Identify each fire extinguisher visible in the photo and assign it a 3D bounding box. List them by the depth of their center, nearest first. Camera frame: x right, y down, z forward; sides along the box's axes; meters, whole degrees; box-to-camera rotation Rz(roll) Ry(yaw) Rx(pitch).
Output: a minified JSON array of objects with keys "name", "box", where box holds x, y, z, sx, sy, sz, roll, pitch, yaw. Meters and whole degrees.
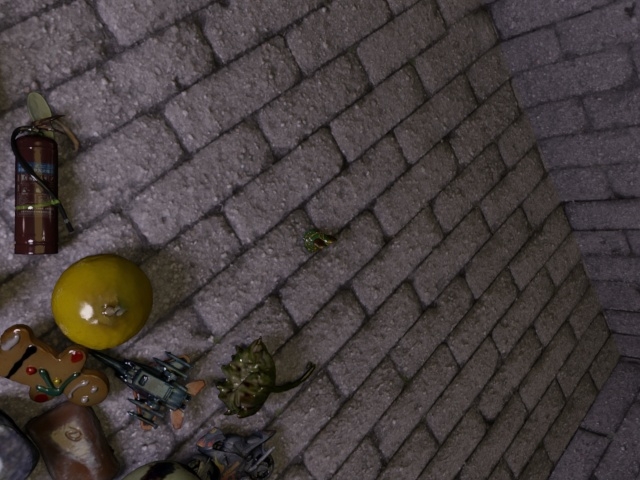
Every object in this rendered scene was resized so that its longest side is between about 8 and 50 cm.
[{"name":"fire extinguisher","box":[-0.669,-0.137,1.383,0.142,0.105,0.341,1,91,-31]}]

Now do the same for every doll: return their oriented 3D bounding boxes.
[{"name":"doll","box":[-0.005,-0.010,1.863,0.078,0.113,0.076,-21,89,-34]}]

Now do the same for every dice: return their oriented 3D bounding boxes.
[{"name":"dice","box":[-0.760,0.478,1.279,0.181,0.183,0.182,-41,114,-30]}]

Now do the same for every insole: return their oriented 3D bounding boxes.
[{"name":"insole","box":[-0.693,-0.293,1.427,0.053,0.002,0.152,-13,98,-35]}]

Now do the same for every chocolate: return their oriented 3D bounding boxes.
[{"name":"chocolate","box":[-0.611,0.535,1.447,0.161,0.083,0.261,-31,109,-30]}]

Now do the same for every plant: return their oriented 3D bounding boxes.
[{"name":"plant","box":[-0.145,0.449,1.738,0.333,0.180,0.251,34,82,-35]}]

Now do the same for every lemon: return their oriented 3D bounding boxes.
[{"name":"lemon","box":[-0.532,0.152,1.418,0.241,0.219,0.240,-3,95,-33]}]

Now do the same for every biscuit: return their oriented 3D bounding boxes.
[{"name":"biscuit","box":[-0.648,0.318,1.379,0.197,0.049,0.301,-42,120,17]}]

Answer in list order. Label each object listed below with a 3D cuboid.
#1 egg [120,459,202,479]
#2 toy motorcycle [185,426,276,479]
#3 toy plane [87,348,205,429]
[{"name":"egg","box":[-0.432,0.752,1.451,0.288,0.288,0.379,29,70,-32]},{"name":"toy motorcycle","box":[-0.263,0.635,1.687,0.307,0.108,0.173,10,80,-38]},{"name":"toy plane","box":[-0.473,0.372,1.531,0.326,0.104,0.223,39,69,-29]}]
